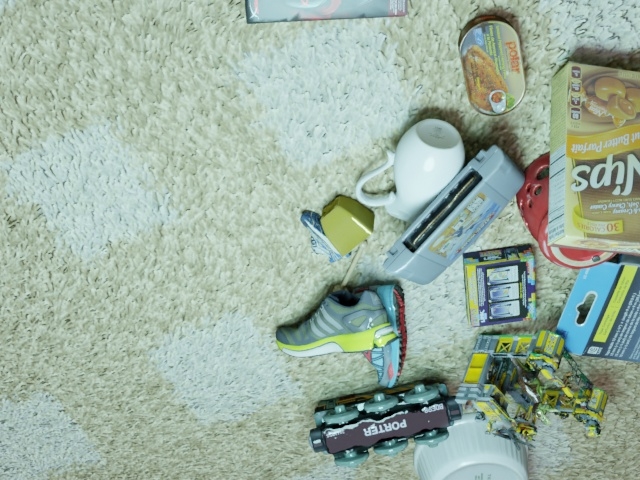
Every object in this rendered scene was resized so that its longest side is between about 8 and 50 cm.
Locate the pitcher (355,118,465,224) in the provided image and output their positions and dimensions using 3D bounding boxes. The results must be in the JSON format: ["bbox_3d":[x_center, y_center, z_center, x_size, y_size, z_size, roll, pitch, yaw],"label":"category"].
[{"bbox_3d":[0.164,-0.125,1.881,0.178,0.125,0.207,11,137,-4],"label":"pitcher"}]

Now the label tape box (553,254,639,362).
[{"bbox_3d":[0.661,0.126,2.101,0.347,0.115,0.249,9,125,-5],"label":"label tape box"}]

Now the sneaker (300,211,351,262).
[{"bbox_3d":[0.000,0.000,1.999,0.058,0.052,0.135,-33,122,24],"label":"sneaker"}]

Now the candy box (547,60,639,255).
[{"bbox_3d":[0.498,-0.140,1.781,0.183,0.316,0.087,6,166,-8],"label":"candy box"}]

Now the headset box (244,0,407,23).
[{"bbox_3d":[0.021,-0.468,1.617,0.293,0.110,0.218,-3,126,-2],"label":"headset box"}]

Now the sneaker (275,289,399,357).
[{"bbox_3d":[0.026,0.164,2.059,0.300,0.111,0.121,-11,89,40],"label":"sneaker"}]

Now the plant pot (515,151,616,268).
[{"bbox_3d":[0.474,-0.051,1.920,0.191,0.174,0.191,-1,128,-1],"label":"plant pot"}]

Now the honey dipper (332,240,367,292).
[{"bbox_3d":[0.058,0.064,2.065,0.030,0.030,0.161,14,121,-14],"label":"honey dipper"}]

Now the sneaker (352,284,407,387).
[{"bbox_3d":[0.115,0.194,2.139,0.125,0.104,0.262,5,124,14],"label":"sneaker"}]

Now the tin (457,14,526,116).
[{"bbox_3d":[0.302,-0.307,1.802,0.106,0.040,0.190,-11,127,9],"label":"tin"}]

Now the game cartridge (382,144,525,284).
[{"bbox_3d":[0.254,-0.039,1.898,0.297,0.062,0.198,-48,152,10],"label":"game cartridge"}]

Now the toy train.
[{"bbox_3d":[0.137,0.382,2.210,0.334,0.190,0.142,-15,97,2],"label":"toy train"}]

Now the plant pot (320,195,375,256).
[{"bbox_3d":[0.045,-0.036,1.961,0.083,0.081,0.081,43,114,-16],"label":"plant pot"}]

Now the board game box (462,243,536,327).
[{"bbox_3d":[0.366,0.094,2.095,0.141,0.048,0.170,-7,127,4],"label":"board game box"}]

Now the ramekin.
[{"bbox_3d":[0.355,0.536,2.371,0.273,0.127,0.273,-2,126,-2],"label":"ramekin"}]

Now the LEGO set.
[{"bbox_3d":[0.439,0.343,2.144,0.255,0.192,0.331,3,145,37],"label":"LEGO set"}]
